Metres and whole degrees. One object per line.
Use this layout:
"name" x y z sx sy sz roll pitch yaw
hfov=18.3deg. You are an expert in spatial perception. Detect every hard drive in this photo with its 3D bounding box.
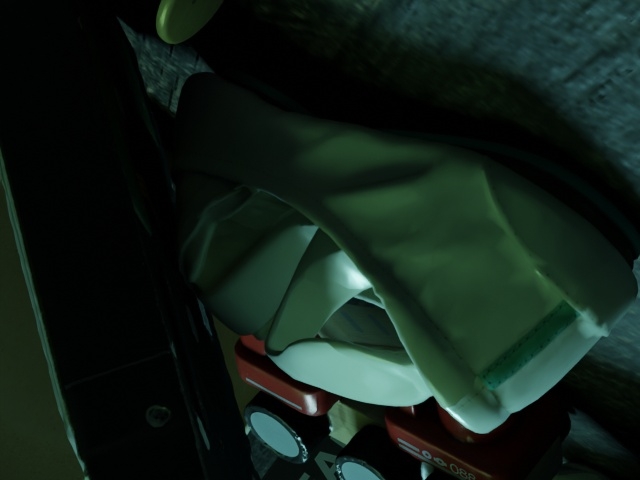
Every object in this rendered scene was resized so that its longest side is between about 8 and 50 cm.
"hard drive" -0.108 0.005 1.041 0.237 0.064 0.339 69 -176 -70

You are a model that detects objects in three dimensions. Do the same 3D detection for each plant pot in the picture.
"plant pot" -0.162 0.035 1.502 0.284 0.284 0.191 39 -157 -8

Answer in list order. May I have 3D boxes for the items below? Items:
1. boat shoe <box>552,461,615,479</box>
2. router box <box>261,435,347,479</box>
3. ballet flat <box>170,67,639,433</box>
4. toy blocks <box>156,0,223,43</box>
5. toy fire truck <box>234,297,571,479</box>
"boat shoe" 0.228 0.252 1.377 0.132 0.130 0.355 39 171 -10
"router box" 0.004 0.240 1.619 0.081 0.309 0.243 34 172 19
"ballet flat" 0.000 0.000 0.982 0.139 0.139 0.400 42 170 -28
"toy blocks" -0.114 -0.158 0.863 0.148 0.054 0.123 35 172 16
"toy fire truck" 0.034 0.073 1.271 0.217 0.158 0.246 27 147 29
